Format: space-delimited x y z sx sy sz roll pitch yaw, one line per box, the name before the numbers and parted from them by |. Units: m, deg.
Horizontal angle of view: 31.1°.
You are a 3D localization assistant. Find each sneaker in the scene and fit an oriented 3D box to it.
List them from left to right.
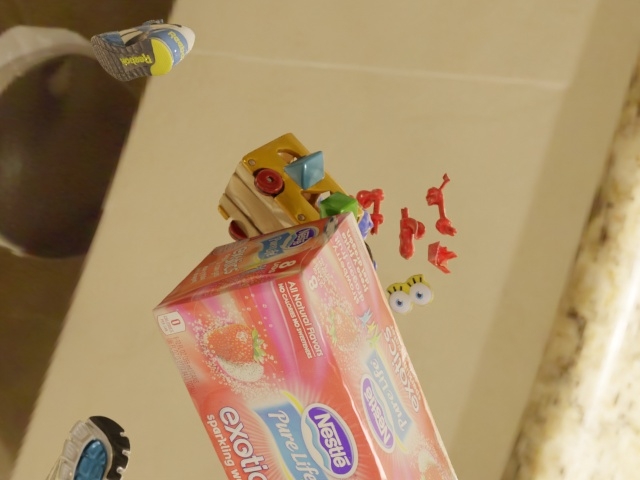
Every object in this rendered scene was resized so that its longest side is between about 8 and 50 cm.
sneaker | -0.219 0.244 0.963 0.071 0.083 0.190 31 51 -8
sneaker | -0.192 -0.209 1.246 0.059 0.144 0.053 -45 128 -32

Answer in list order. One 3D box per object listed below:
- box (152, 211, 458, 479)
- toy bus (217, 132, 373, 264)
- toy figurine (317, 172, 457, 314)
box | -0.003 0.147 1.023 0.300 0.154 0.142 69 25 -16
toy bus | -0.006 -0.012 1.160 0.104 0.191 0.202 -33 121 -38
toy figurine | -0.034 -0.018 1.451 0.217 0.362 0.191 36 52 -42
